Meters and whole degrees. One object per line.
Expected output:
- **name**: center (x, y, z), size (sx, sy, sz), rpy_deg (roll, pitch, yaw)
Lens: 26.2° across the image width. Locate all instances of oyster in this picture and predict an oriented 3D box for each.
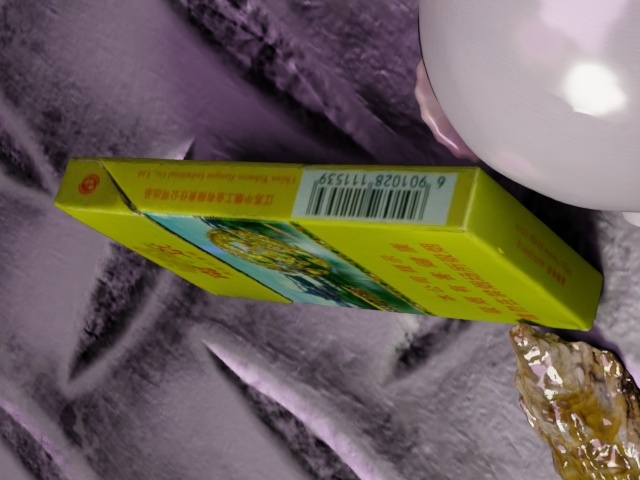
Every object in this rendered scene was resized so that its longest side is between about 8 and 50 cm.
- **oyster**: center (0.185, 0.126, 0.918), size (0.122, 0.045, 0.146), rpy_deg (8, 109, 21)

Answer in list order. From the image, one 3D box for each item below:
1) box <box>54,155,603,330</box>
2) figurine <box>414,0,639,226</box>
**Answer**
- **box**: center (0.000, 0.000, 0.930), size (0.335, 0.187, 0.047), rpy_deg (4, 72, 37)
- **figurine**: center (0.218, -0.119, 0.704), size (0.361, 0.211, 0.253), rpy_deg (25, 94, 25)
